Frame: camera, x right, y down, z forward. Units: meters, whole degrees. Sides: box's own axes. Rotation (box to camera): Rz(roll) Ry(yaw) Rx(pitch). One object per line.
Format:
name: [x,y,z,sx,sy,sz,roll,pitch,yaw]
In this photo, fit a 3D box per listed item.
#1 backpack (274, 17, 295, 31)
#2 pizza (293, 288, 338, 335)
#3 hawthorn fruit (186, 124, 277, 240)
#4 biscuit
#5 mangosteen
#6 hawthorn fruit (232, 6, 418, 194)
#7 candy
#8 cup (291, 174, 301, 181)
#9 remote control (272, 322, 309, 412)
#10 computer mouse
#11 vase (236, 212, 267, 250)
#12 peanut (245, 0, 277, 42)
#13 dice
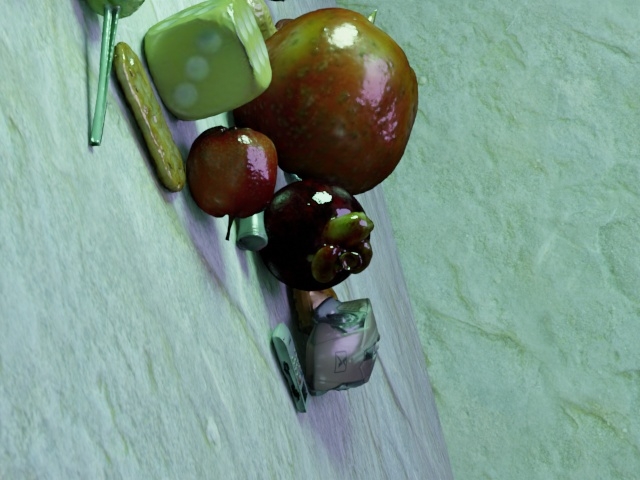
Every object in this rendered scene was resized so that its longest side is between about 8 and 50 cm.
backpack: [-0.070,-0.462,2.575,0.229,0.139,0.229,0,90,-70]
pizza: [-0.011,0.110,2.152,0.188,0.080,0.204,49,25,-65]
hawthorn fruit: [-0.148,-0.096,1.687,0.157,0.157,0.194,-5,96,-78]
biscuit: [-0.261,-0.190,1.557,0.118,0.029,0.247,-79,150,-67]
mangosteen: [0.000,0.000,1.939,0.265,0.228,0.228,34,-24,49]
hawthorn fruit: [0.025,-0.305,2.091,0.403,0.402,0.403,-17,90,-78]
candy: [-0.301,-0.271,1.416,0.093,0.092,0.336,77,11,-58]
cup: [-0.005,-0.202,2.447,0.173,0.167,0.300,21,78,-87]
remote control: [-0.055,0.239,1.889,0.065,0.029,0.166,-77,152,-70]
computer mouse: [0.072,0.215,2.093,0.389,0.115,0.200,-23,119,-67]
vase: [-0.130,-0.082,1.892,0.086,0.086,0.214,56,24,-53]
peanut: [-0.149,-0.492,2.333,0.226,0.095,0.108,58,22,-53]
dice: [-0.189,-0.311,1.713,0.169,0.169,0.166,-81,151,-64]
